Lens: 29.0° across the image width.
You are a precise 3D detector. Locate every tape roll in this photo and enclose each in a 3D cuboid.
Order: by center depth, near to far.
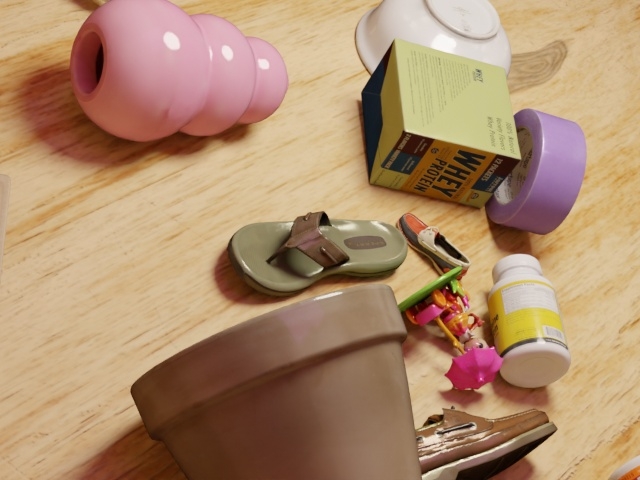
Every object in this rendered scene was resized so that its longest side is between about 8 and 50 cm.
[{"bbox_3d":[0.337,-0.109,1.957,0.080,0.189,0.189,14,46,-18],"label":"tape roll"}]

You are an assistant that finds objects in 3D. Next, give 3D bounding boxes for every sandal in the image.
[{"bbox_3d":[0.000,-0.001,1.749,0.302,0.086,0.120,-10,57,-35],"label":"sandal"}]

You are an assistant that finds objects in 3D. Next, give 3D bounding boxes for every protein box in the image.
[{"bbox_3d":[0.188,-0.185,1.973,0.201,0.136,0.200,11,52,-19],"label":"protein box"}]

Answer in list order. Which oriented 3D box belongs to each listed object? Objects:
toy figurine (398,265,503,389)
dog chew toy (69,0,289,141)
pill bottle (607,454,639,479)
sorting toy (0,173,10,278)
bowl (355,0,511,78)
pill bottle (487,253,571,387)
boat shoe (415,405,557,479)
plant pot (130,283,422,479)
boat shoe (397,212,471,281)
[{"bbox_3d":[0.193,0.134,1.741,0.159,0.130,0.173,57,23,7],"label":"toy figurine"},{"bbox_3d":[-0.189,-0.242,1.792,0.331,0.207,0.207,0,51,-39],"label":"dog chew toy"},{"bbox_3d":[0.478,0.392,1.631,0.121,0.121,0.221,-2,53,-30],"label":"pill bottle"},{"bbox_3d":[-0.491,-0.026,1.543,0.193,0.038,0.208,11,42,-20],"label":"sorting toy"},{"bbox_3d":[0.220,-0.357,2.159,0.297,0.134,0.298,15,46,-16],"label":"bowl"},{"bbox_3d":[0.298,0.113,1.797,0.103,0.103,0.184,13,46,-18],"label":"pill bottle"},{"bbox_3d":[0.176,0.260,1.592,0.307,0.111,0.104,-14,60,-37],"label":"boat shoe"},{"bbox_3d":[-0.015,0.238,1.401,0.323,0.323,0.280,-14,76,-37],"label":"plant pot"},{"bbox_3d":[0.172,0.004,1.871,0.049,0.043,0.137,-26,66,-40],"label":"boat shoe"}]
